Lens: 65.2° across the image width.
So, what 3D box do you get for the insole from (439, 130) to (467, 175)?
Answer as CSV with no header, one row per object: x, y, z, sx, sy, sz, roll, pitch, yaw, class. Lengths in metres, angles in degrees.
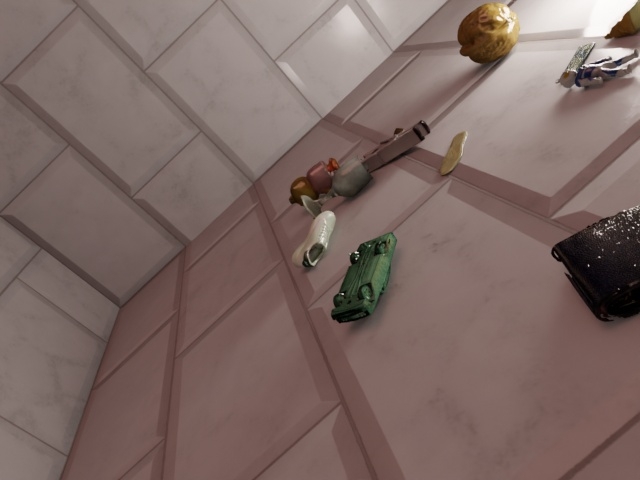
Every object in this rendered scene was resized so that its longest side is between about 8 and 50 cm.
0.472,-0.313,1.771,0.081,0.011,0.248,-21,31,44,insole

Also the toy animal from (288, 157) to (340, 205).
-0.028,-0.257,2.332,0.281,0.169,0.195,-39,58,20,toy animal

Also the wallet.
0.594,0.022,0.930,0.262,0.071,0.221,-32,20,19,wallet

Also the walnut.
0.689,-0.856,2.076,0.257,0.224,0.257,-36,16,12,walnut

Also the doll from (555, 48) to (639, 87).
0.802,-0.495,1.479,0.227,0.057,0.114,-6,47,53,doll

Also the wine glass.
0.074,-0.222,2.124,0.321,0.143,0.143,-35,24,21,wine glass

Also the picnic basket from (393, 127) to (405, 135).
0.344,-0.438,2.159,0.072,0.072,0.083,23,100,66,picnic basket

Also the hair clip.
0.303,-0.393,2.101,0.331,0.085,0.101,-24,28,43,hair clip

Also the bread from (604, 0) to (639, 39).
0.935,-0.685,1.550,0.084,0.080,0.109,-46,25,-10,bread

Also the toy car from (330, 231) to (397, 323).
0.140,0.109,1.484,0.141,0.097,0.320,-23,29,40,toy car

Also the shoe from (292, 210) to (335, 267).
0.000,0.000,1.935,0.110,0.095,0.265,8,61,56,shoe

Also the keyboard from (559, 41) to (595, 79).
0.835,-0.581,1.627,0.055,0.014,0.176,2,50,56,keyboard
